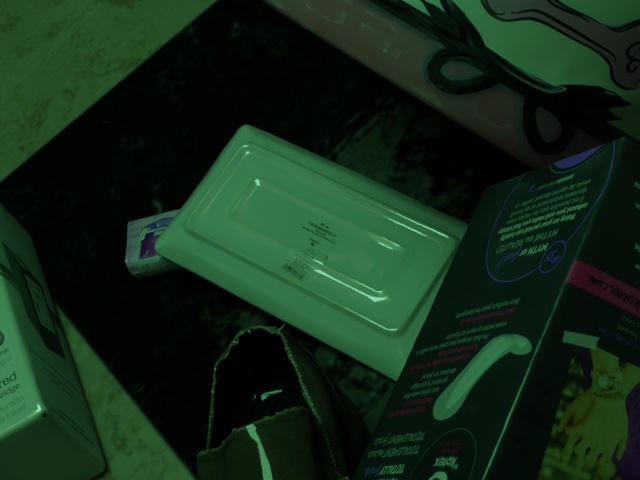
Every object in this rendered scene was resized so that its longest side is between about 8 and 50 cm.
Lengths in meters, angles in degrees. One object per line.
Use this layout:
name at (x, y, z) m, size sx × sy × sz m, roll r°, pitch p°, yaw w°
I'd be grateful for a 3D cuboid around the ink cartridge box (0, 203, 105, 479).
ink cartridge box at (-0.320, 0.110, 1.237) m, size 0.198 × 0.115 × 0.273 m, roll -30°, pitch 51°, yaw 3°

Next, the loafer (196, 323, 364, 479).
loafer at (-0.039, 0.185, 0.979) m, size 0.134 × 0.130 × 0.366 m, roll -26°, pitch 28°, yaw 7°

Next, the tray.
tray at (0.000, 0.000, 1.202) m, size 0.270 × 0.030 × 0.145 m, roll 26°, pitch 72°, yaw 27°

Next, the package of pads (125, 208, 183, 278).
package of pads at (-0.126, 0.001, 1.279) m, size 0.083 × 0.032 × 0.050 m, roll -13°, pitch 53°, yaw 16°

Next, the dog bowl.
dog bowl at (0.129, -0.158, 1.060) m, size 0.408 × 0.408 × 0.150 m, roll 39°, pitch 101°, yaw 38°

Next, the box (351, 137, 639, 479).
box at (0.139, 0.100, 0.868) m, size 0.270 × 0.143 × 0.165 m, roll -63°, pitch 17°, yaw -20°
